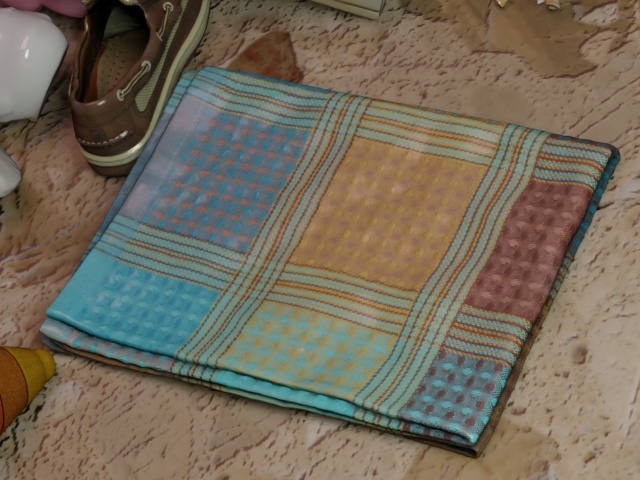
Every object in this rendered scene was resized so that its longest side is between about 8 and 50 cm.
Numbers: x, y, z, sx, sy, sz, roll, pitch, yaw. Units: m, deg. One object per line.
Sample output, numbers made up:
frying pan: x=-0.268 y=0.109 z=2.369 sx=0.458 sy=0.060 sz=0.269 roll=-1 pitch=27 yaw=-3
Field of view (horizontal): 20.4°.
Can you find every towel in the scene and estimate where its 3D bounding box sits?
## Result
towel: x=0.000 y=0.000 z=1.298 sx=0.370 sy=0.040 sz=0.271 roll=12 pitch=60 yaw=29

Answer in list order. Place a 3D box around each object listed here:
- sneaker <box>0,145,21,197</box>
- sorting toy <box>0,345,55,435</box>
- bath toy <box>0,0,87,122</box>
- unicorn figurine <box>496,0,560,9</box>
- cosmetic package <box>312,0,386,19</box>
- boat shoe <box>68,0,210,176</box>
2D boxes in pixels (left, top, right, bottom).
sneaker: x=-0.325 y=-0.069 z=1.474 sx=0.094 sy=0.080 sz=0.212 roll=-49 pitch=44 yaw=-3
sorting toy: x=-0.327 y=0.060 z=1.367 sx=0.126 sy=0.127 sz=0.365 roll=-22 pitch=38 yaw=-35
bath toy: x=-0.244 y=-0.259 z=1.540 sx=0.129 sy=0.151 sz=0.348 roll=23 pitch=62 yaw=-8
unicorn figurine: x=0.181 y=-0.234 z=1.389 sx=0.162 sy=0.060 sz=0.111 roll=15 pitch=74 yaw=18
cosmetic package: x=-0.073 y=-0.309 z=1.440 sx=0.309 sy=0.113 sz=0.160 roll=17 pitch=58 yaw=2
boat shoe: x=-0.151 y=-0.179 z=1.462 sx=0.095 sy=0.095 sz=0.257 roll=-8 pitch=51 yaw=17
